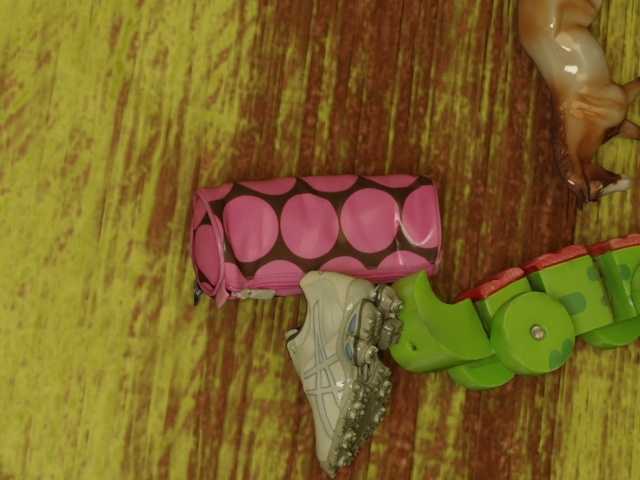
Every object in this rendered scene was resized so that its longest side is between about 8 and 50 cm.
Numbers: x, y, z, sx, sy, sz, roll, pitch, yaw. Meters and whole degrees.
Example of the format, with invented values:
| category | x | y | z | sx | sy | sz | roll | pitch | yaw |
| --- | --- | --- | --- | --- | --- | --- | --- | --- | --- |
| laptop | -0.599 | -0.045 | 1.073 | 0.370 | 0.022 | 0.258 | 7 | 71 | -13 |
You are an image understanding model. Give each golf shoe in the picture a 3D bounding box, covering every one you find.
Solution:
| category | x | y | z | sx | sy | sz | roll | pitch | yaw |
| --- | --- | --- | --- | --- | --- | --- | --- | --- | --- |
| golf shoe | 0.010 | 0.099 | 1.512 | 0.086 | 0.176 | 0.069 | 25 | 31 | 25 |

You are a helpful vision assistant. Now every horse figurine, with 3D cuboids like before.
| category | x | y | z | sx | sy | sz | roll | pitch | yaw |
| --- | --- | --- | --- | --- | --- | --- | --- | --- | --- |
| horse figurine | 0.237 | -0.166 | 1.674 | 0.174 | 0.066 | 0.263 | -17 | 86 | -28 |

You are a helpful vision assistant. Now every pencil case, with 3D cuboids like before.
| category | x | y | z | sx | sy | sz | roll | pitch | yaw |
| --- | --- | --- | --- | --- | --- | --- | --- | --- | --- |
| pencil case | 0.000 | 0.000 | 1.540 | 0.209 | 0.095 | 0.098 | -7 | 50 | -20 |

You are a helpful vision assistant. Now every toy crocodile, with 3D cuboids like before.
| category | x | y | z | sx | sy | sz | roll | pitch | yaw |
| --- | --- | --- | --- | --- | --- | --- | --- | --- | --- |
| toy crocodile | 0.204 | 0.046 | 1.581 | 0.340 | 0.115 | 0.105 | -15 | 85 | -25 |
